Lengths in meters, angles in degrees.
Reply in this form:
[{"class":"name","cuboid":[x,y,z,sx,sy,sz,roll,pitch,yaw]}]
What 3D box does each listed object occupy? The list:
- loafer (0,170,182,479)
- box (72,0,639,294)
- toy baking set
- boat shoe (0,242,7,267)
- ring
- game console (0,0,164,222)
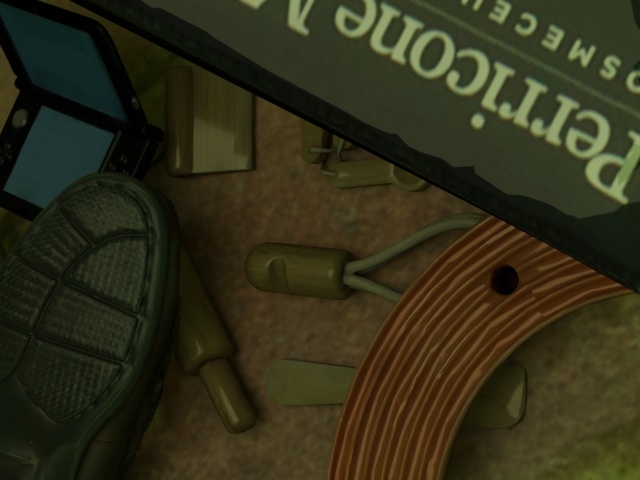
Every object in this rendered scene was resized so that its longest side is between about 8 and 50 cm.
[{"class":"loafer","cuboid":[-0.133,0.091,1.007,0.096,0.084,0.267,24,98,21]},{"class":"box","cuboid":[0.038,-0.287,0.747,0.480,0.297,0.471,28,94,11]},{"class":"toy baking set","cuboid":[-0.006,0.002,0.983,0.197,0.030,0.256,-31,70,23]},{"class":"boat shoe","cuboid":[-0.315,0.081,1.107,0.341,0.122,0.110,-24,68,14]},{"class":"ring","cuboid":[0.157,0.131,0.866,0.337,0.032,0.336,-2,86,26]},{"class":"game console","cuboid":[-0.148,-0.066,1.031,0.122,0.071,0.107,23,87,45]}]
